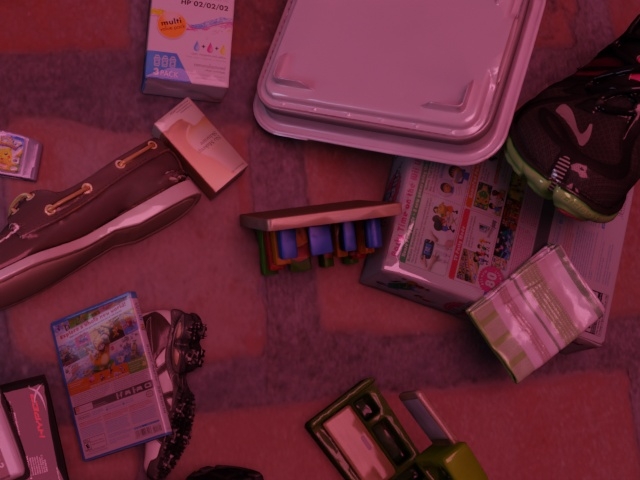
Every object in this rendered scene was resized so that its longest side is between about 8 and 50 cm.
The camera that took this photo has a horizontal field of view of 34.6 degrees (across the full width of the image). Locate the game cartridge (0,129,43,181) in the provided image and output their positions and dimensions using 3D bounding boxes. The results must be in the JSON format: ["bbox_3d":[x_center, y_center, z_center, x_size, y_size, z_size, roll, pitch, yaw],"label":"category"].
[{"bbox_3d":[-0.377,-0.103,1.228,0.083,0.017,0.056,9,72,-12],"label":"game cartridge"}]

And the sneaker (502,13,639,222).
[{"bbox_3d":[0.385,-0.190,1.276,0.185,0.202,0.483,38,48,11],"label":"sneaker"}]

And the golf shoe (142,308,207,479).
[{"bbox_3d":[-0.193,0.177,1.193,0.094,0.077,0.198,6,77,10],"label":"golf shoe"}]

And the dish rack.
[{"bbox_3d":[0.089,-0.250,1.263,0.332,0.072,0.286,12,71,20],"label":"dish rack"}]

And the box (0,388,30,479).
[{"bbox_3d":[-0.397,0.179,0.991,0.182,0.119,0.181,-20,80,-18],"label":"box"}]

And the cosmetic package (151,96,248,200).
[{"bbox_3d":[-0.150,-0.113,1.273,0.060,0.041,0.115,-43,91,-19],"label":"cosmetic package"}]

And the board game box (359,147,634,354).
[{"bbox_3d":[0.229,-0.008,1.318,0.303,0.097,0.224,20,73,-11],"label":"board game box"}]

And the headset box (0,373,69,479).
[{"bbox_3d":[-0.413,0.284,1.084,0.293,0.110,0.218,-13,81,-17],"label":"headset box"}]

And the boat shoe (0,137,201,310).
[{"bbox_3d":[-0.297,-0.016,1.180,0.324,0.116,0.097,-29,82,-22],"label":"boat shoe"}]

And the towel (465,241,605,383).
[{"bbox_3d":[0.264,0.086,1.246,0.152,0.023,0.113,-36,90,-18],"label":"towel"}]

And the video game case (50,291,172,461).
[{"bbox_3d":[-0.239,0.155,1.165,0.119,0.015,0.166,-21,78,22],"label":"video game case"}]

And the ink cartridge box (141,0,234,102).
[{"bbox_3d":[-0.165,-0.273,1.293,0.104,0.061,0.181,5,76,-13],"label":"ink cartridge box"}]

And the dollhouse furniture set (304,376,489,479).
[{"bbox_3d":[0.004,0.296,1.141,0.301,0.197,0.151,-35,90,-19],"label":"dollhouse furniture set"}]

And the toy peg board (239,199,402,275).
[{"bbox_3d":[0.000,0.000,1.233,0.161,0.160,0.079,-8,96,-16],"label":"toy peg board"}]

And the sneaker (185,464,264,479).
[{"bbox_3d":[-0.160,0.317,1.106,0.267,0.101,0.106,0,95,-47],"label":"sneaker"}]
